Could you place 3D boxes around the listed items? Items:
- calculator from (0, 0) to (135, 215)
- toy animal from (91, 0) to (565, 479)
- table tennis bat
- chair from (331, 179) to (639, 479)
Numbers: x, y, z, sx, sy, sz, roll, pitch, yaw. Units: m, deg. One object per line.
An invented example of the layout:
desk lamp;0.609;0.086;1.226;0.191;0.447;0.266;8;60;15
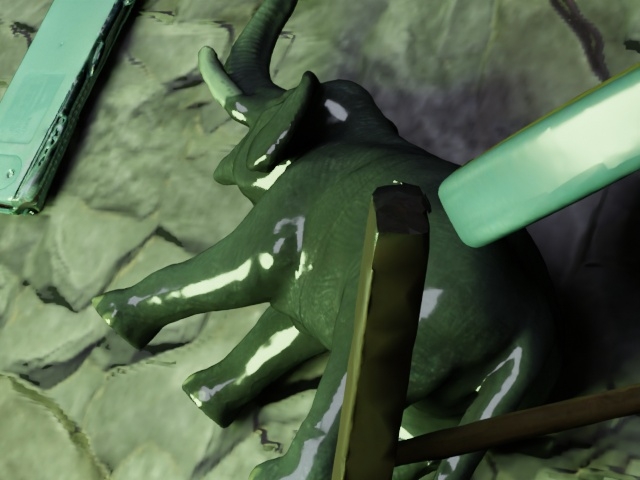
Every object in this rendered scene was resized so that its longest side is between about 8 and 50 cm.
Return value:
calculator;-0.118;-0.088;0.786;0.057;0.018;0.172;7;67;39
toy animal;-0.008;0.005;0.600;0.137;0.082;0.269;-41;41;4
table tennis bat;0.162;-0.067;0.420;0.329;0.215;0.044;-27;87;51
chair;0.072;0.141;0.417;0.186;0.319;0.160;-8;44;-22
